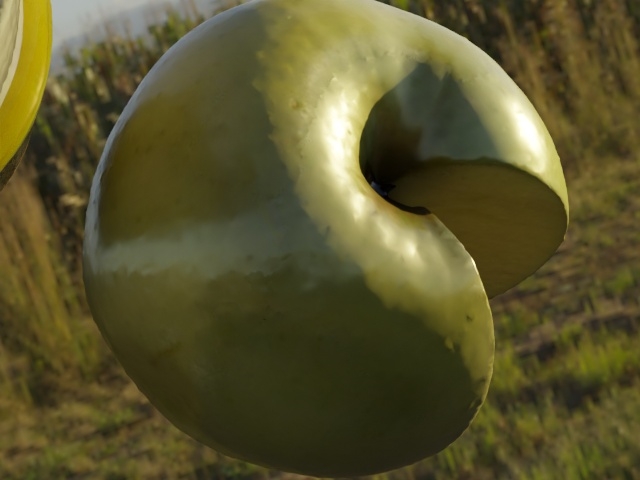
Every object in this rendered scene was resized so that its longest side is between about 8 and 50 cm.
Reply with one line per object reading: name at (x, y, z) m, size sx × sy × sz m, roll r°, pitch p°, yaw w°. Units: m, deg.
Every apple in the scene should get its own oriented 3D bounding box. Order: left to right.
apple at (0.000, 0.000, 0.858) m, size 0.292 × 0.292 × 0.254 m, roll -23°, pitch -7°, yaw -35°

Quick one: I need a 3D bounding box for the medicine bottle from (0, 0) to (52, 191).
medicine bottle at (-0.249, -0.105, 0.717) m, size 0.224 × 0.224 × 0.384 m, roll -20°, pitch 2°, yaw -13°
